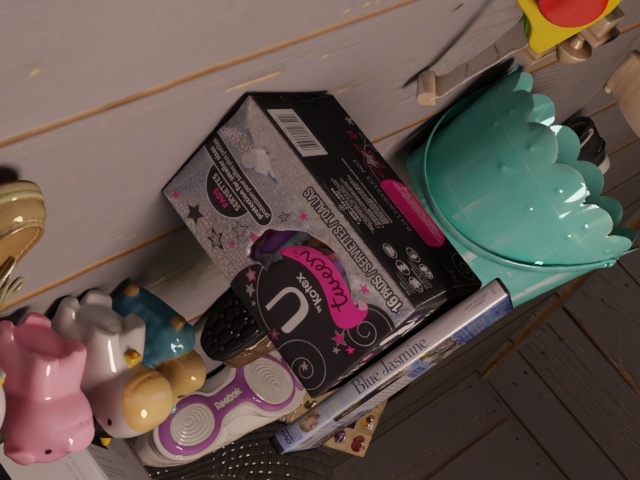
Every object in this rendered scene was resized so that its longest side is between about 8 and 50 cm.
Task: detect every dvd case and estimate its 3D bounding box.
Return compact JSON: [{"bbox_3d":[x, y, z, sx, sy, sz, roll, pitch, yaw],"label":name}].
[{"bbox_3d":[0.074,0.123,1.221,0.253,0.022,0.180,-36,169,3],"label":"dvd case"}]

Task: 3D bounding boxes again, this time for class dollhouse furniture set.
[{"bbox_3d":[0.407,-0.177,1.463,0.303,0.355,0.174,-28,163,-39],"label":"dollhouse furniture set"}]

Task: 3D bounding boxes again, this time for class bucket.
[{"bbox_3d":[0.246,-0.059,1.608,0.183,0.281,0.281,-35,167,16],"label":"bucket"}]

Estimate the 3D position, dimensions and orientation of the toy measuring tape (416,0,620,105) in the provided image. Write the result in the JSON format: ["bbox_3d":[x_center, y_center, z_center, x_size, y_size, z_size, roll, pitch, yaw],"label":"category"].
[{"bbox_3d":[0.197,-0.245,1.295,0.330,0.121,0.121,-28,175,36],"label":"toy measuring tape"}]

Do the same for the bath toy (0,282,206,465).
[{"bbox_3d":[-0.255,0.146,1.207,0.348,0.151,0.129,-13,135,-57],"label":"bath toy"}]

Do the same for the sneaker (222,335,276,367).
[{"bbox_3d":[-0.056,0.111,1.770,0.188,0.066,0.071,-35,164,-17],"label":"sneaker"}]

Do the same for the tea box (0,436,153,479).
[{"bbox_3d":[-0.354,0.363,1.488,0.323,0.220,0.329,-37,166,-5],"label":"tea box"}]

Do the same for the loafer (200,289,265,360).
[{"bbox_3d":[-0.059,0.069,1.614,0.223,0.076,0.078,-46,157,11],"label":"loafer"}]

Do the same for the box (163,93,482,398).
[{"bbox_3d":[0.000,0.000,1.202,0.142,0.247,0.163,-45,164,26],"label":"box"}]

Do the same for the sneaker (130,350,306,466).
[{"bbox_3d":[-0.155,0.248,1.918,0.305,0.114,0.152,-20,171,-41],"label":"sneaker"}]

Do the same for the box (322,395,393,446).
[{"bbox_3d":[0.046,0.239,2.259,0.270,0.143,0.165,-31,164,-31],"label":"box"}]

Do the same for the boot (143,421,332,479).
[{"bbox_3d":[-0.169,0.384,2.065,0.338,0.118,0.223,9,145,-19],"label":"boot"}]

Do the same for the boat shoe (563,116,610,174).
[{"bbox_3d":[0.328,-0.093,2.069,0.302,0.091,0.114,-36,-151,-18],"label":"boat shoe"}]

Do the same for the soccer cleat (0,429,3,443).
[{"bbox_3d":[-0.354,0.181,1.262,0.179,0.060,0.072,-28,161,-29],"label":"soccer cleat"}]

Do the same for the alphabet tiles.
[{"bbox_3d":[0.036,0.220,2.096,0.198,0.009,0.237,22,91,-29],"label":"alphabet tiles"}]

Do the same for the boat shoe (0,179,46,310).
[{"bbox_3d":[-0.301,0.069,0.984,0.285,0.089,0.104,-44,165,16],"label":"boat shoe"}]
